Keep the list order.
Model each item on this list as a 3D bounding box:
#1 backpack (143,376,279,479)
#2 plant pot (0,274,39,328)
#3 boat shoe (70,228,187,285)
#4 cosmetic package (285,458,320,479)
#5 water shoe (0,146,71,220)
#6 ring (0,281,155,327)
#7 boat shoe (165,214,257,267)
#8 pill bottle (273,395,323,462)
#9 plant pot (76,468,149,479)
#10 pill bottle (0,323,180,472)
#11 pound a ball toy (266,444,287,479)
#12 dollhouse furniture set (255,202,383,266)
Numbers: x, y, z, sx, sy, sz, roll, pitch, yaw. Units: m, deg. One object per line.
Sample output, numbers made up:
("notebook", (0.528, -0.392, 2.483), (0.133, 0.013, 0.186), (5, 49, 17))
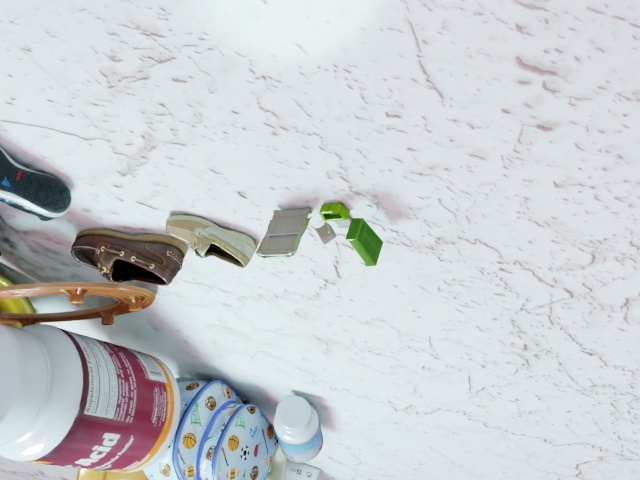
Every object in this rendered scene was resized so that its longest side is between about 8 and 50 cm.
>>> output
("backpack", (-0.222, 0.398, 1.890), (0.213, 0.277, 0.263), (-9, 135, 33))
("plant pot", (-0.666, 0.176, 1.794), (0.254, 0.254, 0.239), (33, 163, -24))
("boat shoe", (-0.301, 0.029, 1.483), (0.206, 0.073, 0.073), (2, 147, 30))
("cosmetic package", (-0.125, 0.686, 2.195), (0.155, 0.366, 0.197), (18, 150, 1))
("water shoe", (-0.454, -0.082, 1.383), (0.203, 0.073, 0.080), (31, 151, -20))
("ring", (-0.438, 0.113, 1.594), (0.336, 0.032, 0.336), (-4, 168, -1))
("boat shoe", (-0.159, 0.002, 1.379), (0.135, 0.045, 0.050), (15, 151, 6))
("pill bottle", (-0.043, 0.359, 1.877), (0.087, 0.087, 0.160), (12, 150, 12))
("plant pot", (-0.456, 0.491, 2.258), (0.187, 0.205, 0.205), (8, 153, -13))
("pill bottle", (-0.435, 0.268, 1.660), (0.224, 0.224, 0.392), (1, 165, 30))
("pound a ball toy", (-0.241, 0.514, 2.146), (0.319, 0.208, 0.135), (7, -175, 20))
("dollhouse furniture set", (0.000, 0.000, 1.252), (0.151, 0.076, 0.058), (-3, 143, 33))
